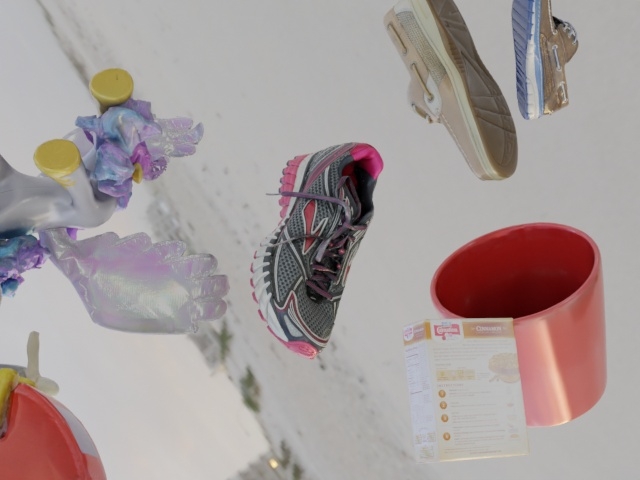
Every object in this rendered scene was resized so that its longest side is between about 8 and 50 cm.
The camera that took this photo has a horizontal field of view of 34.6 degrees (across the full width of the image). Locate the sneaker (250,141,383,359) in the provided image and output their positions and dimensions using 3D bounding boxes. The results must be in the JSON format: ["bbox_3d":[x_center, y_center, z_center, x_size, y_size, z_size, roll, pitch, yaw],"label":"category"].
[{"bbox_3d":[0.000,0.000,1.229,0.121,0.112,0.299,40,-134,-38],"label":"sneaker"}]

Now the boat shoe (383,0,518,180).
[{"bbox_3d":[0.193,-0.226,1.547,0.122,0.110,0.341,9,-125,-49],"label":"boat shoe"}]

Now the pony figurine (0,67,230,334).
[{"bbox_3d":[-0.282,-0.049,1.174,0.363,0.351,0.302,112,148,-63],"label":"pony figurine"}]

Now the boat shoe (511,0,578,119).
[{"bbox_3d":[0.268,-0.235,1.224,0.066,0.066,0.183,-108,8,-53],"label":"boat shoe"}]

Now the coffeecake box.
[{"bbox_3d":[0.195,0.200,1.382,0.068,0.142,0.185,149,119,-62],"label":"coffeecake box"}]

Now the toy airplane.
[{"bbox_3d":[-0.407,0.131,0.973,0.384,0.272,0.386,30,165,-25],"label":"toy airplane"}]

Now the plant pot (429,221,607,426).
[{"bbox_3d":[0.334,0.142,1.628,0.275,0.275,0.243,46,160,61],"label":"plant pot"}]
